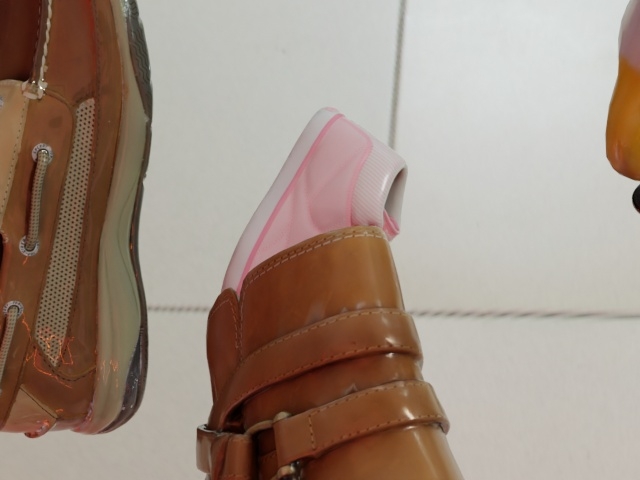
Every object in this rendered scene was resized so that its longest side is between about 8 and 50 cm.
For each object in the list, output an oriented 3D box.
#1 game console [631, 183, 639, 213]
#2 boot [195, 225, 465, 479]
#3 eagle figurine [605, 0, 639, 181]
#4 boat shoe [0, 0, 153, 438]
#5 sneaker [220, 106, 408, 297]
[{"bbox_3d":[0.308,-0.055,1.132,0.144,0.085,0.124,-45,64,-7],"label":"game console"},{"bbox_3d":[0.034,0.100,0.590,0.109,0.283,0.220,12,67,-28],"label":"boot"},{"bbox_3d":[0.096,-0.117,0.290,0.298,0.226,0.225,35,66,-13],"label":"eagle figurine"},{"bbox_3d":[-0.169,-0.039,0.908,0.120,0.122,0.324,-7,99,-30],"label":"boat shoe"},{"bbox_3d":[0.000,0.000,0.874,0.070,0.051,0.134,30,92,15],"label":"sneaker"}]
